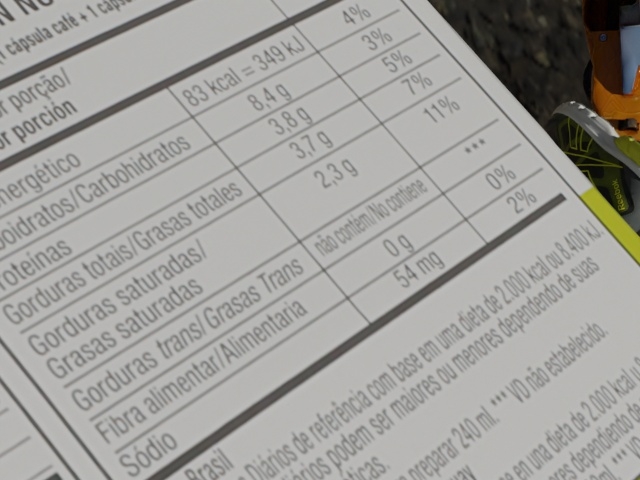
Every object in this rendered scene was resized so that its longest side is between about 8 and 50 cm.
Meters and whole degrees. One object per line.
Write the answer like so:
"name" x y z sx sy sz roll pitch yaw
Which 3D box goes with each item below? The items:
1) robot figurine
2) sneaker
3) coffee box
"robot figurine" 0.218 -0.178 0.981 0.085 0.211 0.291 1 78 17
"sneaker" 0.099 -0.025 0.559 0.035 0.083 0.031 -47 115 2
"coffee box" -0.093 0.131 0.481 0.334 0.338 0.337 49 144 11
